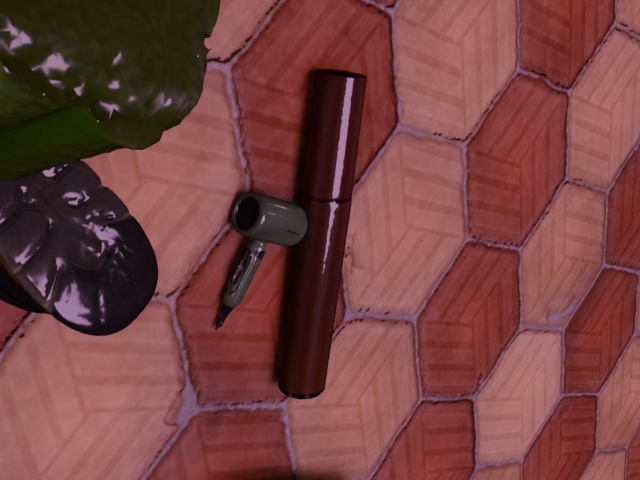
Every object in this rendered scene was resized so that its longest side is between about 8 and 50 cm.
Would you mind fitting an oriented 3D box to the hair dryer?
[{"bbox_3d":[-0.071,0.026,0.912,0.071,0.047,0.150,16,102,-48],"label":"hair dryer"}]

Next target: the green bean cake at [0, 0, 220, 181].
[{"bbox_3d":[-0.222,-0.211,0.494,0.319,0.218,0.335,27,66,-44],"label":"green bean cake"}]

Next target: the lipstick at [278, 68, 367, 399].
[{"bbox_3d":[0.000,0.000,0.958,0.057,0.057,0.356,-8,114,-42],"label":"lipstick"}]

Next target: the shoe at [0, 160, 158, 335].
[{"bbox_3d":[-0.246,-0.045,0.651,0.291,0.137,0.114,48,62,-16],"label":"shoe"}]
